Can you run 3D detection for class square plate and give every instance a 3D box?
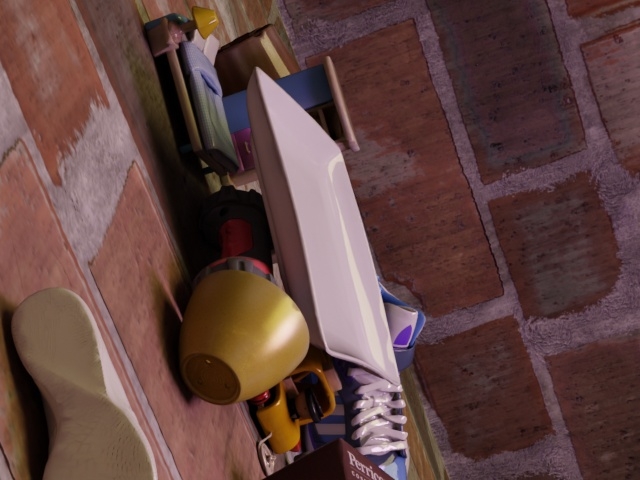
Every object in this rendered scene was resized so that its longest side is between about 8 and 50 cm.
[{"bbox_3d":[0.000,0.000,1.671,0.344,0.049,0.347,37,37,-69],"label":"square plate"}]

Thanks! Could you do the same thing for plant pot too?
[{"bbox_3d":[-0.091,-0.232,2.084,0.165,0.167,0.167,63,9,-12],"label":"plant pot"},{"bbox_3d":[-0.091,0.111,1.380,0.095,0.134,0.134,-55,132,-47],"label":"plant pot"}]

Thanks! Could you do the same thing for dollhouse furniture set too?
[{"bbox_3d":[-0.073,-0.152,1.812,0.303,0.198,0.286,48,24,-72],"label":"dollhouse furniture set"}]

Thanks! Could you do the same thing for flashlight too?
[{"bbox_3d":[-0.104,0.022,1.587,0.304,0.103,0.103,-105,169,-65],"label":"flashlight"}]

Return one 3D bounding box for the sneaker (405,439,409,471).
[{"bbox_3d":[0.107,0.353,2.302,0.252,0.103,0.111,-95,164,-59],"label":"sneaker"}]

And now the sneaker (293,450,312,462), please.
[{"bbox_3d":[0.007,0.332,1.768,0.076,0.065,0.166,-106,175,-47],"label":"sneaker"}]

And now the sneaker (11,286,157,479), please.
[{"bbox_3d":[-0.158,0.141,0.960,0.094,0.080,0.212,85,-11,-68],"label":"sneaker"}]

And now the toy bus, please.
[{"bbox_3d":[-0.029,0.179,1.691,0.191,0.104,0.202,39,33,-77],"label":"toy bus"}]

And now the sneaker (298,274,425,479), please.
[{"bbox_3d":[0.071,0.200,1.853,0.236,0.130,0.322,-56,-136,41],"label":"sneaker"}]

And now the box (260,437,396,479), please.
[{"bbox_3d":[0.048,0.415,1.383,0.191,0.143,0.381,42,24,-39],"label":"box"}]
